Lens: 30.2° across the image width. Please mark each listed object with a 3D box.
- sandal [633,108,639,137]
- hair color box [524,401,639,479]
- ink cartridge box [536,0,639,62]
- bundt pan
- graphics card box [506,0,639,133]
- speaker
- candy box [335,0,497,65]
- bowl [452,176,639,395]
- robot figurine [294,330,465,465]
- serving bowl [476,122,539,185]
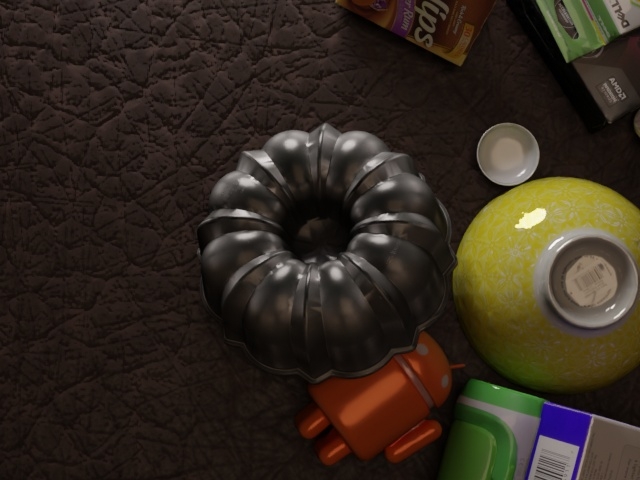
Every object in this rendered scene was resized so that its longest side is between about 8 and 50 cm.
[{"bbox_3d":[0.531,-0.093,1.566,0.265,0.076,0.102,38,73,21],"label":"sandal"},{"bbox_3d":[0.410,0.329,1.454,0.339,0.110,0.185,19,84,-22],"label":"hair color box"},{"bbox_3d":[0.383,-0.317,1.480,0.209,0.062,0.109,-26,89,-4],"label":"ink cartridge box"},{"bbox_3d":[0.000,0.000,1.439,0.331,0.124,0.330,-3,67,6],"label":"bundt pan"},{"bbox_3d":[0.457,-0.333,1.564,0.371,0.094,0.232,-31,89,-4],"label":"graphics card box"},{"bbox_3d":[0.198,0.329,1.483,0.131,0.131,0.296,16,85,-2],"label":"speaker"},{"bbox_3d":[0.127,-0.318,1.535,0.187,0.053,0.109,26,123,-2],"label":"candy box"},{"bbox_3d":[0.322,0.055,1.497,0.290,0.156,0.289,0,86,-4],"label":"bowl"},{"bbox_3d":[0.071,0.187,1.484,0.219,0.128,0.158,-36,57,-6],"label":"robot figurine"},{"bbox_3d":[0.245,-0.112,1.566,0.083,0.027,0.083,0,87,-4],"label":"serving bowl"}]
